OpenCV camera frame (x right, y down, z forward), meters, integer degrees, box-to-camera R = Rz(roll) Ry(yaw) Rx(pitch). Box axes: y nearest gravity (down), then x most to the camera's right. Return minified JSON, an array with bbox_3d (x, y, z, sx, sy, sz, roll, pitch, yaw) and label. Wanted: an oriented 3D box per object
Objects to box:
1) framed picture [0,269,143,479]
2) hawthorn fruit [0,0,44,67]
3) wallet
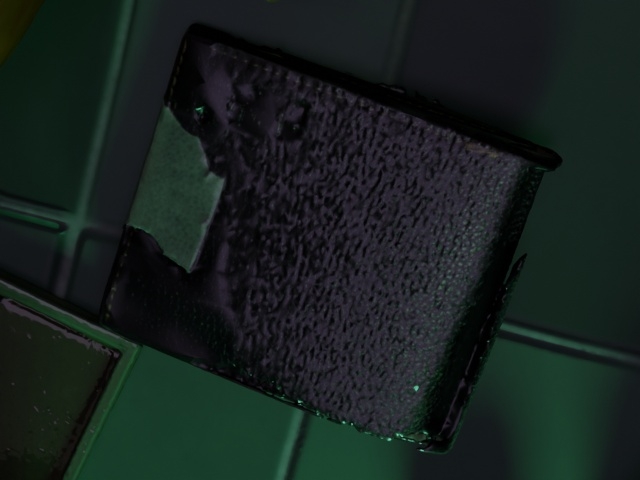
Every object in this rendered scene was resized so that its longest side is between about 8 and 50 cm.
[{"bbox_3d":[-0.316,0.101,1.108,0.324,0.020,0.240,25,105,-2],"label":"framed picture"},{"bbox_3d":[-0.353,-0.216,0.838,0.472,0.472,0.471,1,105,4],"label":"hawthorn fruit"},{"bbox_3d":[0.000,0.000,1.040,0.262,0.071,0.221,21,106,5],"label":"wallet"}]
